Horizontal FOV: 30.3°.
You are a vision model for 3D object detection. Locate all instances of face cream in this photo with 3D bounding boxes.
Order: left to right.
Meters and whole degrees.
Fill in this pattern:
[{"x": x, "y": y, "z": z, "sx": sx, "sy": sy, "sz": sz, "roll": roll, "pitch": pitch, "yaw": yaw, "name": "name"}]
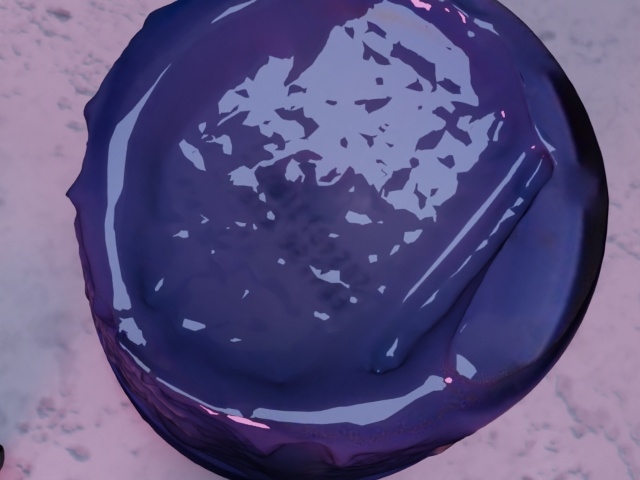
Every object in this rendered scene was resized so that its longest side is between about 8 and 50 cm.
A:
[{"x": 0.000, "y": 0.000, "z": 0.615, "sx": 0.248, "sy": 0.225, "sz": 0.249, "roll": 2, "pitch": 73, "yaw": -7, "name": "face cream"}]

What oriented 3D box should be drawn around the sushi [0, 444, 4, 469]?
[{"x": -0.236, "y": 0.151, "z": 0.614, "sx": 0.078, "sy": 0.090, "sz": 0.150, "roll": 35, "pitch": 79, "yaw": -5, "name": "sushi"}]
